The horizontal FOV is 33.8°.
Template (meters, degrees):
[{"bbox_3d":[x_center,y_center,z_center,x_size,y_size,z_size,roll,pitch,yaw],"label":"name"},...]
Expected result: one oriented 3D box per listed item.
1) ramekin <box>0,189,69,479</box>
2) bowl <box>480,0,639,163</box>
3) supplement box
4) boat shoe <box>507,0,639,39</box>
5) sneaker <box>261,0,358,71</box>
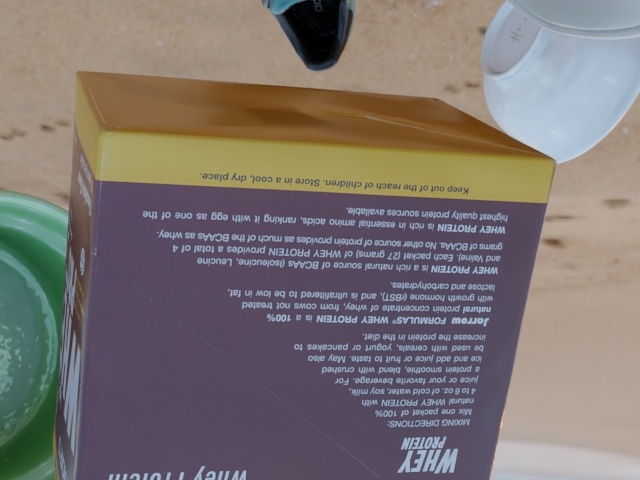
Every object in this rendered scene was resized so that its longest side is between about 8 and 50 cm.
[{"bbox_3d":[-0.335,0.107,1.002,0.303,0.303,0.148,23,164,-35],"label":"ramekin"},{"bbox_3d":[0.318,-0.265,1.471,0.134,0.298,0.298,21,154,-24],"label":"bowl"},{"bbox_3d":[-0.021,0.034,0.494,0.191,0.194,0.129,2,-162,-18],"label":"supplement box"},{"bbox_3d":[0.150,-0.233,0.797,0.335,0.095,0.112,27,142,47],"label":"boat shoe"},{"bbox_3d":[-0.021,-0.311,1.083,0.108,0.121,0.302,-11,135,12],"label":"sneaker"}]
